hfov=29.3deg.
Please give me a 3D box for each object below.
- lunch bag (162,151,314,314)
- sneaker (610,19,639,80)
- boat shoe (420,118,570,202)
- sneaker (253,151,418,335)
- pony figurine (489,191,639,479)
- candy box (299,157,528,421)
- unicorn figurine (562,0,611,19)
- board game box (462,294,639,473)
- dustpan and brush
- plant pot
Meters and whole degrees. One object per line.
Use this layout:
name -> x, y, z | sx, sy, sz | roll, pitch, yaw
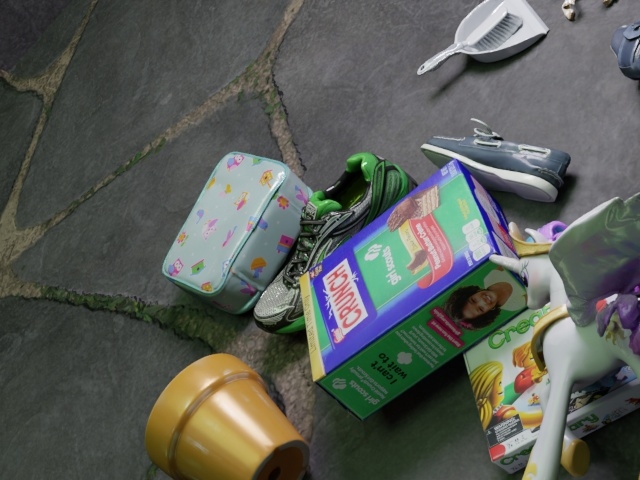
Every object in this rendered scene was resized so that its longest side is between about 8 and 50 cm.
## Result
lunch bag -> -0.146, -0.019, 2.146 | 0.224, 0.108, 0.279 | 15, 72, 52
sneaker -> 0.518, -0.310, 1.746 | 0.226, 0.086, 0.163 | -42, 20, -16
boat shoe -> 0.262, -0.126, 1.845 | 0.254, 0.095, 0.079 | 19, 77, 48
sneaker -> 0.000, 0.000, 1.961 | 0.343, 0.146, 0.134 | -53, 39, 0
pony figurine -> 0.344, 0.102, 1.401 | 0.351, 0.303, 0.363 | -25, 59, 43
candy box -> 0.129, 0.068, 1.770 | 0.317, 0.122, 0.268 | -39, 29, 16
unicorn figurine -> 0.412, -0.414, 1.957 | 0.162, 0.060, 0.111 | -6, 55, 22
board game box -> 0.339, 0.152, 1.591 | 0.305, 0.053, 0.193 | -33, 42, 22
dustpan and brush -> 0.256, -0.331, 2.032 | 0.211, 0.060, 0.147 | -39, 41, 14
plant pot -> -0.125, 0.303, 1.828 | 0.188, 0.205, 0.205 | 32, 85, 36
